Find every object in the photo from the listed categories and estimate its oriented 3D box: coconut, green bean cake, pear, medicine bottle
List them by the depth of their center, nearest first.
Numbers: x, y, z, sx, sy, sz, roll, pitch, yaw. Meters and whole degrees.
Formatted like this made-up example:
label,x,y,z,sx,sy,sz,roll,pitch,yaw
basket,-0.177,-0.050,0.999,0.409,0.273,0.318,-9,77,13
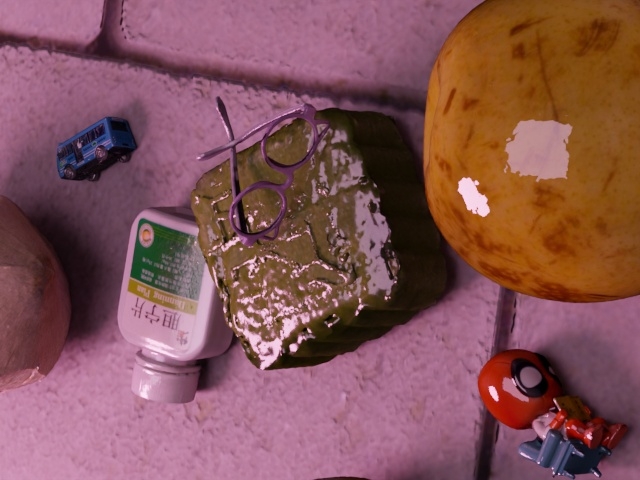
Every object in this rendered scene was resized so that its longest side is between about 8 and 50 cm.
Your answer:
label,x,y,z,sx,sy,sz,roll,pitch,yaw
pear,0.211,-0.078,1.508,0.280,0.280,0.281,2,93,36
green bean cake,0.000,0.000,1.757,0.214,0.113,0.200,-27,77,35
medicine bottle,-0.139,0.063,1.891,0.119,0.069,0.183,17,104,32
coconut,-0.358,0.060,1.965,0.234,0.224,0.224,-3,91,38

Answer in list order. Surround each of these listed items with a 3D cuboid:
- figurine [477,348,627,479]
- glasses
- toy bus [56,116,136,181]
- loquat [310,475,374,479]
label,x,y,z,sx,sy,sz,roll,pitch,yaw
figurine,0.190,0.147,1.657,0.140,0.068,0.075,41,118,35
glasses,-0.060,-0.077,1.711,0.104,0.062,0.140,46,117,50
toy bus,-0.231,-0.092,1.968,0.083,0.038,0.046,-27,72,33
loquat,0.000,0.310,1.735,0.227,0.179,0.179,-37,71,32
